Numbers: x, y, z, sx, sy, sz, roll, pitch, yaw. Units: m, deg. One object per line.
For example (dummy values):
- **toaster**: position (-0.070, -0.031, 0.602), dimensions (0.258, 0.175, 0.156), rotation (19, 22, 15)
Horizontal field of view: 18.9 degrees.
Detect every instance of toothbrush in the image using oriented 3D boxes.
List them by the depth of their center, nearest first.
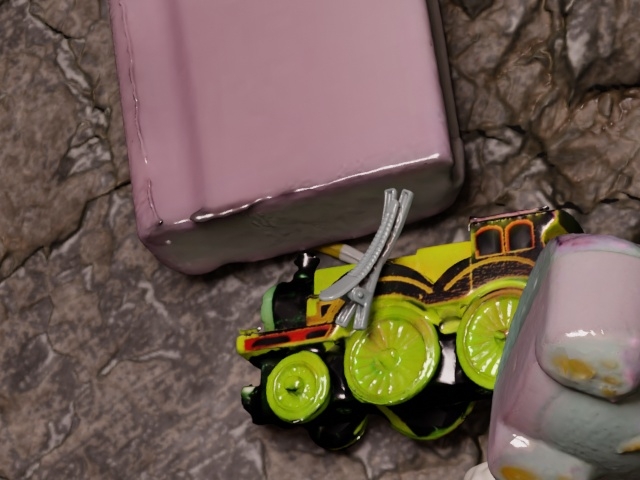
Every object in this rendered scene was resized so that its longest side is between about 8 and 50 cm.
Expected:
- **toothbrush**: position (0.000, 0.000, 1.594), dimensions (0.288, 0.021, 0.024), rotation (20, 68, 21)

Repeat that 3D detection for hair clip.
- **hair clip**: position (0.036, 0.009, 1.454), dimensions (0.030, 0.039, 0.115), rotation (9, 68, 44)

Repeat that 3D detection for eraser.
- **eraser**: position (-0.035, -0.173, 1.598), dimensions (0.272, 0.122, 0.359), rotation (-14, 66, 8)

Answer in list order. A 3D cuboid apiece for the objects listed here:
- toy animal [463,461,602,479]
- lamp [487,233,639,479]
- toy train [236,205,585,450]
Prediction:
- **toy animal**: position (0.160, 0.261, 1.390), dimensions (0.208, 0.156, 0.204), rotation (33, 81, -3)
- **lamp**: position (0.278, 0.091, 1.293), dimensions (0.301, 0.247, 0.247), rotation (15, 39, -3)
- **toy train**: position (0.075, 0.070, 1.490), dimensions (0.296, 0.100, 0.161), rotation (-11, 66, 23)
